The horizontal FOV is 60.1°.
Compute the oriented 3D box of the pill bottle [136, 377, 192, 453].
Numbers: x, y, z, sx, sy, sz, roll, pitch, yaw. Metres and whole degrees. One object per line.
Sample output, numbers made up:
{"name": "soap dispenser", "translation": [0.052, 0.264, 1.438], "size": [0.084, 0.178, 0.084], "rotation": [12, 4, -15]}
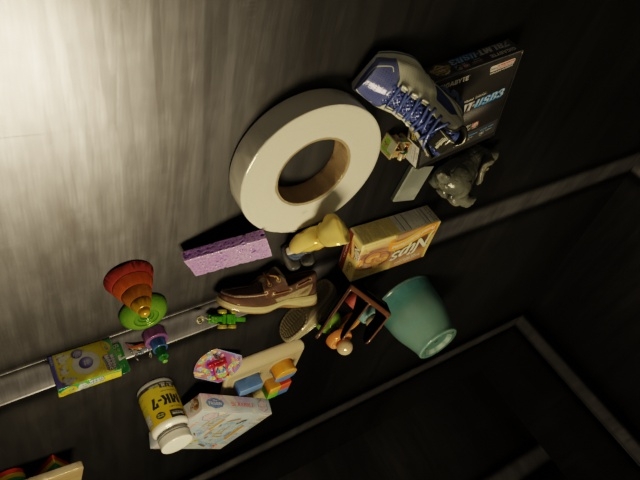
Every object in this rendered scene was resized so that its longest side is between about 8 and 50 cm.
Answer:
{"name": "pill bottle", "translation": [-0.485, 0.548, 1.733], "size": [0.119, 0.208, 0.119], "rotation": [-25, 147, -18]}

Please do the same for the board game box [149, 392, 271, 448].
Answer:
{"name": "board game box", "translation": [-0.399, 0.666, 2.017], "size": [0.318, 0.066, 0.318], "rotation": [-40, 141, 25]}

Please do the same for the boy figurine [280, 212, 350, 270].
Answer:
{"name": "boy figurine", "translation": [0.000, 0.000, 1.488], "size": [0.177, 0.092, 0.285], "rotation": [-15, 172, -31]}

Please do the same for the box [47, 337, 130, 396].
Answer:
{"name": "box", "translation": [-0.595, 0.322, 1.430], "size": [0.179, 0.105, 0.043], "rotation": [-15, 144, -31]}

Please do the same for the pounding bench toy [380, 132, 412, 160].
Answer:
{"name": "pounding bench toy", "translation": [0.211, -0.243, 1.476], "size": [0.065, 0.083, 0.052], "rotation": [-8, 139, -36]}

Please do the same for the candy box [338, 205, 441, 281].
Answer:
{"name": "candy box", "translation": [0.225, 0.009, 1.816], "size": [0.316, 0.088, 0.183], "rotation": [-17, 145, -28]}

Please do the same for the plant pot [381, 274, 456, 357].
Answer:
{"name": "plant pot", "translation": [0.402, 0.326, 2.247], "size": [0.271, 0.255, 0.272], "rotation": [-24, 147, -17]}

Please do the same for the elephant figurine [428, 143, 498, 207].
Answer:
{"name": "elephant figurine", "translation": [0.454, -0.234, 1.688], "size": [0.169, 0.186, 0.239], "rotation": [42, 90, -15]}

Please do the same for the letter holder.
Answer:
{"name": "letter holder", "translation": [0.104, 0.262, 1.817], "size": [0.214, 0.152, 0.302], "rotation": [-54, 176, 2]}

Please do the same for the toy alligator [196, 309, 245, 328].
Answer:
{"name": "toy alligator", "translation": [-0.306, 0.234, 1.646], "size": [0.051, 0.056, 0.189], "rotation": [-7, 169, 40]}

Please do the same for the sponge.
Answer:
{"name": "sponge", "translation": [-0.233, 0.033, 1.402], "size": [0.210, 0.031, 0.117], "rotation": [-16, 157, -5]}

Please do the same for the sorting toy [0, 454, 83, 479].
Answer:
{"name": "sorting toy", "translation": [-0.907, 0.784, 1.755], "size": [0.257, 0.089, 0.256], "rotation": [-8, 139, -36]}

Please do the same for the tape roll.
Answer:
{"name": "tape roll", "translation": [-0.032, -0.181, 1.338], "size": [0.391, 0.072, 0.392], "rotation": [-25, 148, -17]}

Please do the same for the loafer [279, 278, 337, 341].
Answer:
{"name": "loafer", "translation": [-0.032, 0.247, 1.873], "size": [0.268, 0.102, 0.092], "rotation": [-47, 141, 16]}

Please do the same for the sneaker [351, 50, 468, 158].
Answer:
{"name": "sneaker", "translation": [0.236, -0.296, 1.265], "size": [0.315, 0.182, 0.127], "rotation": [18, 133, -30]}

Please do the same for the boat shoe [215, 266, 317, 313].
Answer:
{"name": "boat shoe", "translation": [-0.147, 0.135, 1.629], "size": [0.341, 0.123, 0.123], "rotation": [0, 104, -37]}

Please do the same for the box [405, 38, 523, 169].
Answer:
{"name": "box", "translation": [0.377, -0.362, 1.494], "size": [0.295, 0.073, 0.293], "rotation": [-24, 148, -19]}

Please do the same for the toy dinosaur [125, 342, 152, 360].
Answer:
{"name": "toy dinosaur", "translation": [-0.493, 0.303, 1.567], "size": [0.082, 0.047, 0.090], "rotation": [-40, 143, -29]}

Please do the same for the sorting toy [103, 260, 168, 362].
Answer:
{"name": "sorting toy", "translation": [-0.439, 0.208, 1.411], "size": [0.127, 0.126, 0.366], "rotation": [-24, 146, -19]}

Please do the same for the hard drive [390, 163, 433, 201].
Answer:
{"name": "hard drive", "translation": [0.278, -0.178, 1.684], "size": [0.094, 0.022, 0.135], "rotation": [-8, 139, -37]}

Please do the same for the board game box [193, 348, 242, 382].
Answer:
{"name": "board game box", "translation": [-0.338, 0.431, 1.851], "size": [0.168, 0.033, 0.133], "rotation": [28, 106, -42]}

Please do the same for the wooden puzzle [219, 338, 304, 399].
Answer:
{"name": "wooden puzzle", "translation": [-0.223, 0.539, 2.095], "size": [0.322, 0.080, 0.348], "rotation": [-15, 143, -29]}

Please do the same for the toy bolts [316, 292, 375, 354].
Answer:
{"name": "toy bolts", "translation": [0.139, 0.322, 2.080], "size": [0.228, 0.158, 0.218], "rotation": [-47, 147, 17]}
